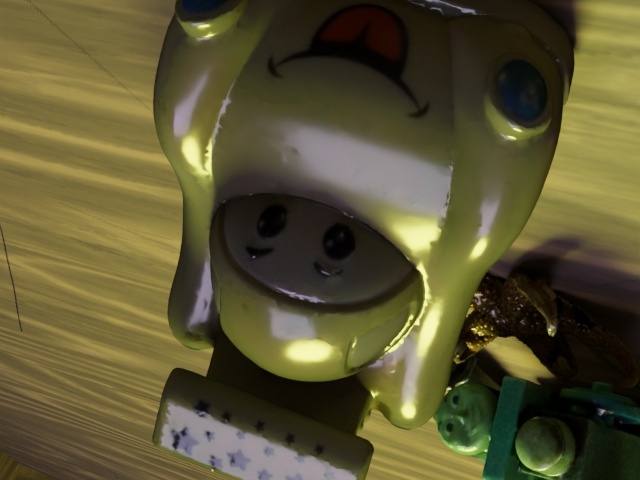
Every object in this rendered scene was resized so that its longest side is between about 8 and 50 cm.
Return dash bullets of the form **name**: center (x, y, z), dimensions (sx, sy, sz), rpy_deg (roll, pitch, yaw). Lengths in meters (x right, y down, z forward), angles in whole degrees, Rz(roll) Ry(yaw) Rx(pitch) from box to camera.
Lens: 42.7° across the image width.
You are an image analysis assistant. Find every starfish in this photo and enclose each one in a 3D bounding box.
- **starfish**: center (0.188, 0.077, 0.730), dimensions (0.189, 0.074, 0.146), rpy_deg (10, 147, 23)

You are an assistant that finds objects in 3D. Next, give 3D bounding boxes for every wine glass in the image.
- **wine glass**: center (0.175, 0.171, 0.900), dimensions (0.072, 0.072, 0.155), rpy_deg (-4, 141, 42)

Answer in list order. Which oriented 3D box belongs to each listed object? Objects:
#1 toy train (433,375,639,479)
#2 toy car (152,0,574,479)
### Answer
- **toy train**: center (0.234, 0.197, 0.770), dimensions (0.194, 0.120, 0.298), rpy_deg (6, 166, 44)
- **toy car**: center (0.000, 0.000, 0.555), dimensions (0.242, 0.226, 0.336), rpy_deg (20, 138, 9)
